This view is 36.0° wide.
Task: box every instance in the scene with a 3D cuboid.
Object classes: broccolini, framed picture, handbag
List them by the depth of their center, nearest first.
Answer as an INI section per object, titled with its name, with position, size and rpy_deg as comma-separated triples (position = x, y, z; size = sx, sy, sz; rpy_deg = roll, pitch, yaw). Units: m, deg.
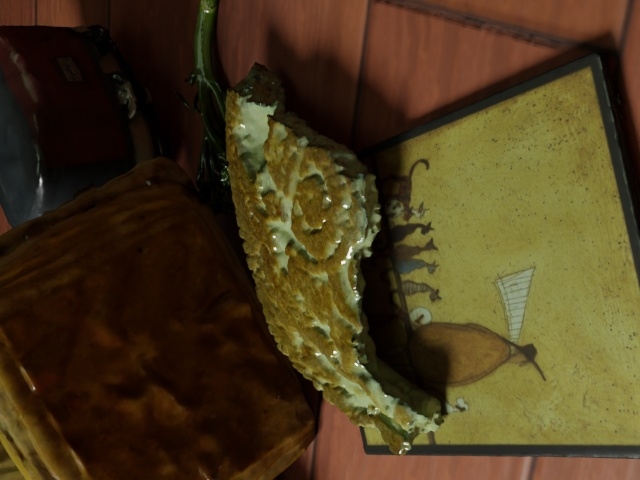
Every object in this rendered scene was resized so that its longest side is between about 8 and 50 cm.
[framed picture]
position = 0.107, 0.035, 0.733
size = 0.338, 0.014, 0.255
rpy_deg = -16, 84, 55
[broccolini]
position = -0.092, -0.153, 0.951
size = 0.123, 0.062, 0.272
rpy_deg = 9, 103, 44
[handbag]
position = -0.279, -0.135, 1.104
size = 0.254, 0.181, 0.181
rpy_deg = 57, 138, 27

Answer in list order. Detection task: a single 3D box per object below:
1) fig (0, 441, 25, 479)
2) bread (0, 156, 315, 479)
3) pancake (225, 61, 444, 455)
[fig]
position = -0.412, 0.303, 1.227
size = 0.286, 0.368, 0.286
rpy_deg = -20, 65, 53
[bread]
position = -0.184, 0.119, 0.927
size = 0.325, 0.277, 0.167
rpy_deg = 57, 149, 2
[pancake]
position = 0.004, 0.000, 0.826
size = 0.197, 0.054, 0.377
rpy_deg = -45, 62, 52
